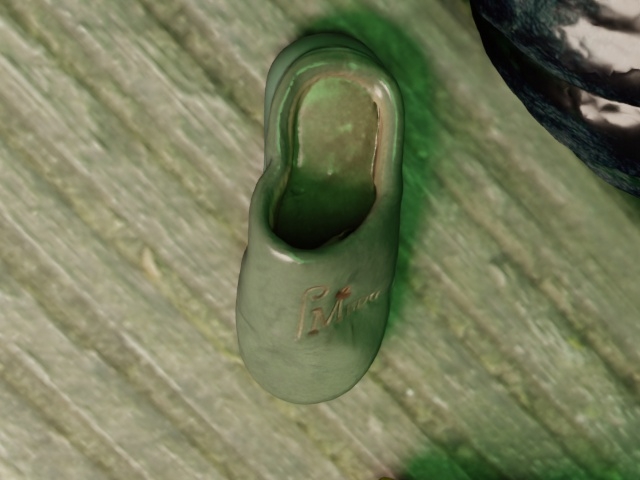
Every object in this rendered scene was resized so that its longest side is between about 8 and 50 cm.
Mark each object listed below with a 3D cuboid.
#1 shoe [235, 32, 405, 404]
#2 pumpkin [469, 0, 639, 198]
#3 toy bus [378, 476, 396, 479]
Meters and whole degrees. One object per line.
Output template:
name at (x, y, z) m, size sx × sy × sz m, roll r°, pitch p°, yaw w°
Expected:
shoe at (0.000, 0.000, 1.045) m, size 0.103 × 0.100 × 0.251 m, roll 2°, pitch 110°, yaw -3°
pumpkin at (0.242, -0.191, 0.849) m, size 0.363 × 0.266 × 0.363 m, roll -22°, pitch 140°, yaw -20°
toy bus at (0.024, 0.276, 1.139) m, size 0.330 × 0.144 × 0.152 m, roll -38°, pitch 107°, yaw 16°
